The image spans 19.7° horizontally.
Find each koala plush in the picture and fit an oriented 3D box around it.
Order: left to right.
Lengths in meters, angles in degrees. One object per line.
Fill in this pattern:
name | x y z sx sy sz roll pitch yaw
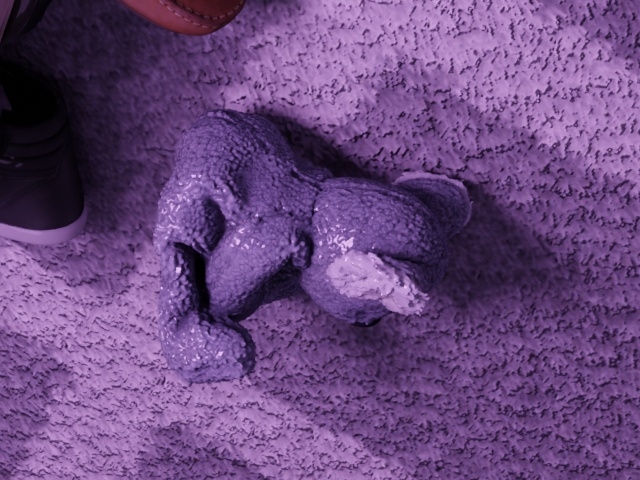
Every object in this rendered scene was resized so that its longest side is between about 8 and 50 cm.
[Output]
koala plush | 0.000 0.000 1.450 0.221 0.196 0.203 6 119 21

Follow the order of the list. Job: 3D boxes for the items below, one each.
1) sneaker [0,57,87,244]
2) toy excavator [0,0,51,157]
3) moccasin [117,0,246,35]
sneaker | -0.338 -0.098 1.559 0.296 0.104 0.147 12 129 4
toy excavator | -0.475 -0.136 1.400 0.445 0.222 0.433 28 120 3
moccasin | -0.143 -0.318 1.291 0.147 0.139 0.380 -6 115 36
